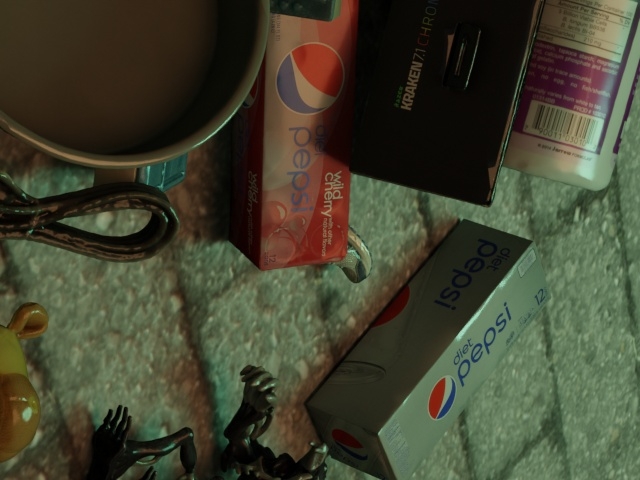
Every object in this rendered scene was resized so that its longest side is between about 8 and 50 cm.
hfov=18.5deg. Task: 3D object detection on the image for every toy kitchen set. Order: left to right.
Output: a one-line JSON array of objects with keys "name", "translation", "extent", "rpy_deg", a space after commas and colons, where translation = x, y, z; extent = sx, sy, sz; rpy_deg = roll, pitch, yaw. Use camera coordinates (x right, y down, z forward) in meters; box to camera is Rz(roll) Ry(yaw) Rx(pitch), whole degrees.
[{"name": "toy kitchen set", "translation": [-0.079, -0.130, 1.595], "extent": [0.122, 0.166, 0.207], "rpy_deg": [-41, 140, -72]}]

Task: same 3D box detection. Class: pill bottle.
[{"name": "pill bottle", "translation": [0.250, -0.214, 1.988], "extent": [0.169, 0.169, 0.301], "rpy_deg": [10, 97, -52]}]

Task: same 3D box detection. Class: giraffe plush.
[{"name": "giraffe plush", "translation": [-0.287, 0.118, 1.501], "extent": [0.170, 0.181, 0.210], "rpy_deg": [11, 66, -62]}]

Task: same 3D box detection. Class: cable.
[{"name": "cable", "translation": [-0.240, -0.016, 1.490], "extent": [0.287, 0.072, 0.139], "rpy_deg": [23, 101, -32]}]

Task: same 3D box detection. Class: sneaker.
[{"name": "sneaker", "translation": [0.000, 0.000, 1.876], "extent": [0.058, 0.052, 0.135], "rpy_deg": [-46, 129, -15]}]

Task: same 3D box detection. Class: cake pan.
[{"name": "cake pan", "translation": [-0.176, -0.192, 1.476], "extent": [0.293, 0.054, 0.293], "rpy_deg": [7, 77, -31]}]

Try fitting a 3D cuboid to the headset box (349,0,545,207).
[{"name": "headset box", "translation": [0.124, -0.167, 1.781], "extent": [0.283, 0.131, 0.246], "rpy_deg": [-27, 132, -83]}]

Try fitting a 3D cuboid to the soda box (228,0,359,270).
[{"name": "soda box", "translation": [-0.025, -0.111, 1.741], "extent": [0.092, 0.083, 0.263], "rpy_deg": [-6, 111, -22]}]

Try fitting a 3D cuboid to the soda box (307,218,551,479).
[{"name": "soda box", "translation": [0.115, 0.111, 2.012], "extent": [0.286, 0.098, 0.091], "rpy_deg": [-48, 138, -26]}]

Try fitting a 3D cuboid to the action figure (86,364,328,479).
[{"name": "action figure", "translation": [-0.066, 0.212, 1.785], "extent": [0.275, 0.164, 0.141], "rpy_deg": [5, 132, -43]}]
